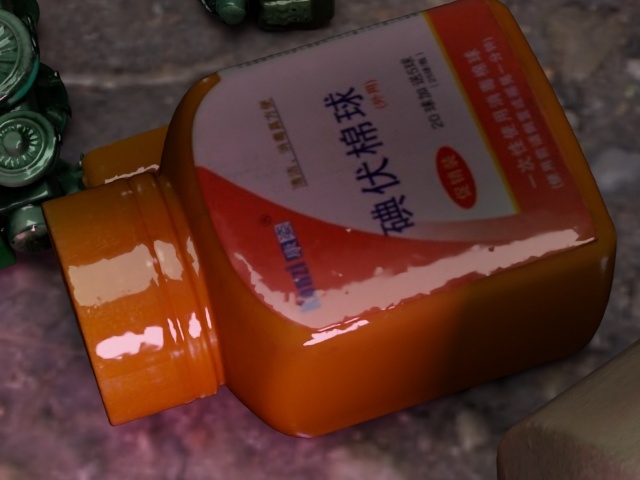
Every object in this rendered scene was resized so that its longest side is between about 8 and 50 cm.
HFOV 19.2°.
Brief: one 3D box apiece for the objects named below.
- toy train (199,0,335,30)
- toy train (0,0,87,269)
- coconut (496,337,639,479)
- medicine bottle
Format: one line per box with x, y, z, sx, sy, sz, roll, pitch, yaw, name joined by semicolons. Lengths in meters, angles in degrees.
-0.031;-0.171;0.959;0.071;0.038;0.148;-3;61;-3;toy train
-0.172;-0.065;0.890;0.105;0.071;0.178;-20;64;3;toy train
0.171;0.130;0.693;0.241;0.241;0.241;-1;61;1;coconut
0.000;0.000;0.822;0.222;0.112;0.149;-17;62;-8;medicine bottle
